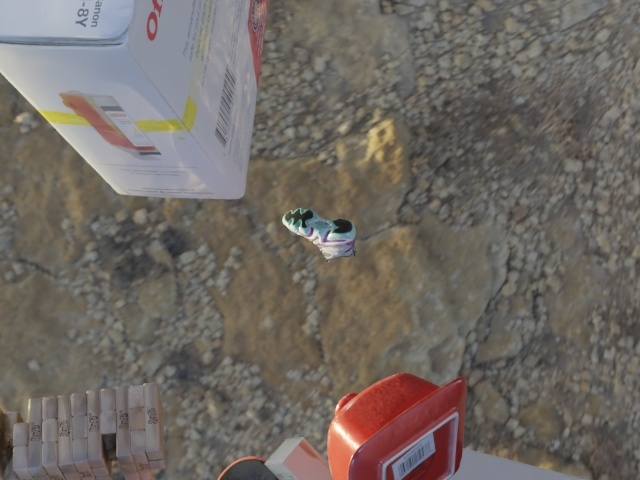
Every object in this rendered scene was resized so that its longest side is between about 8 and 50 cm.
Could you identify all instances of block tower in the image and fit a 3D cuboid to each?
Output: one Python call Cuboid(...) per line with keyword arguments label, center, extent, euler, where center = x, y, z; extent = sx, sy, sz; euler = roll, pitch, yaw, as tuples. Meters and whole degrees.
Cuboid(label="block tower", center=(-0.355, 0.247, 1.409), extent=(0.336, 0.091, 0.097), euler=(-6, 58, -4))

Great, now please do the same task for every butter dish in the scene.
Cuboid(label="butter dish", center=(0.062, 0.200, 1.215), extent=(0.118, 0.160, 0.160), euler=(39, 146, 36))

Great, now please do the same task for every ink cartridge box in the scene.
Cuboid(label="ink cartridge box", center=(-0.183, -0.238, 1.227), extent=(0.160, 0.384, 0.279), euler=(3, 72, 12))

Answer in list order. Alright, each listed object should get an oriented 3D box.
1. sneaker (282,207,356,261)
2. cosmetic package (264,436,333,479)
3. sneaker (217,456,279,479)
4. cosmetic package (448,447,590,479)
Cuboid(label="sneaker", center=(0.000, 0.000, 1.483), extent=(0.098, 0.038, 0.069), euler=(17, 142, 26))
Cuboid(label="cosmetic package", center=(-0.003, 0.275, 1.336), extent=(0.115, 0.041, 0.060), euler=(48, 156, -9))
Cuboid(label="sneaker", center=(-0.058, 0.426, 1.438), extent=(0.116, 0.136, 0.313), euler=(-5, 71, 20))
Cuboid(label="cosmetic package", center=(0.290, 0.412, 1.396), extent=(0.453, 0.161, 0.230), euler=(16, 109, -10))
